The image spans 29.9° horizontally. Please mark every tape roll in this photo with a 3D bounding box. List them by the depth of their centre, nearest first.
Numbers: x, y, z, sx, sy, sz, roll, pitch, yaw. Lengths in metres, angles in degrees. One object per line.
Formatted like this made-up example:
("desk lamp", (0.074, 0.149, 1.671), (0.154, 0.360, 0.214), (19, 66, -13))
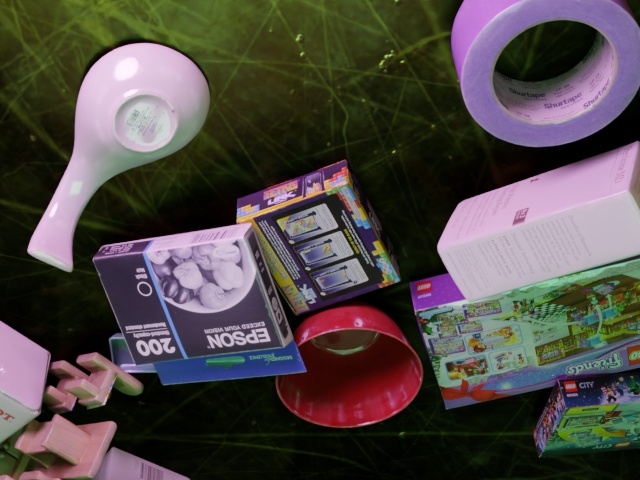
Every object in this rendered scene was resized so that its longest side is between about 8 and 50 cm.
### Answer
("tape roll", (0.234, -0.194, 1.238), (0.189, 0.080, 0.189), (-1, 131, -2))

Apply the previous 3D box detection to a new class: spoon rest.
("spoon rest", (-0.229, -0.097, 1.307), (0.137, 0.084, 0.276), (29, 110, -27))

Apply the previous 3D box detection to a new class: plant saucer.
("plant saucer", (-0.173, 0.142, 1.546), (0.192, 0.018, 0.067), (-1, 131, -2))

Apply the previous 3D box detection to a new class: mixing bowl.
("mixing bowl", (0.033, 0.140, 1.503), (0.182, 0.098, 0.181), (-2, 132, -2))

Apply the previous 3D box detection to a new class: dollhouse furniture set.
("dollhouse furniture set", (-0.331, 0.288, 1.543), (0.242, 0.212, 0.161), (-15, 134, 45))

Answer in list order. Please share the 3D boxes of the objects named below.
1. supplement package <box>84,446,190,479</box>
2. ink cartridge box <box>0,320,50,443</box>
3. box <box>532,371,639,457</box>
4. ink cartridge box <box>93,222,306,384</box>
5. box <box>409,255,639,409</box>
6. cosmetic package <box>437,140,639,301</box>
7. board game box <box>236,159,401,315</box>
("supplement package", (-0.310, 0.433, 1.712), (0.139, 0.133, 0.244), (30, 123, -26))
("ink cartridge box", (-0.504, 0.196, 1.506), (0.273, 0.114, 0.197), (-35, 124, 25))
("box", (0.416, 0.230, 1.604), (0.233, 0.044, 0.159), (-4, 147, -8))
("ink cartridge box", (-0.142, 0.089, 1.416), (0.206, 0.045, 0.208), (-9, 116, 23))
("box", (0.277, 0.103, 1.514), (0.293, 0.057, 0.201), (-13, 132, 7))
("cosmetic package", (0.257, -0.019, 1.324), (0.231, 0.117, 0.085), (-21, 112, 31))
("board game box", (0.000, 0.000, 1.413), (0.141, 0.048, 0.170), (-18, 130, 14))
